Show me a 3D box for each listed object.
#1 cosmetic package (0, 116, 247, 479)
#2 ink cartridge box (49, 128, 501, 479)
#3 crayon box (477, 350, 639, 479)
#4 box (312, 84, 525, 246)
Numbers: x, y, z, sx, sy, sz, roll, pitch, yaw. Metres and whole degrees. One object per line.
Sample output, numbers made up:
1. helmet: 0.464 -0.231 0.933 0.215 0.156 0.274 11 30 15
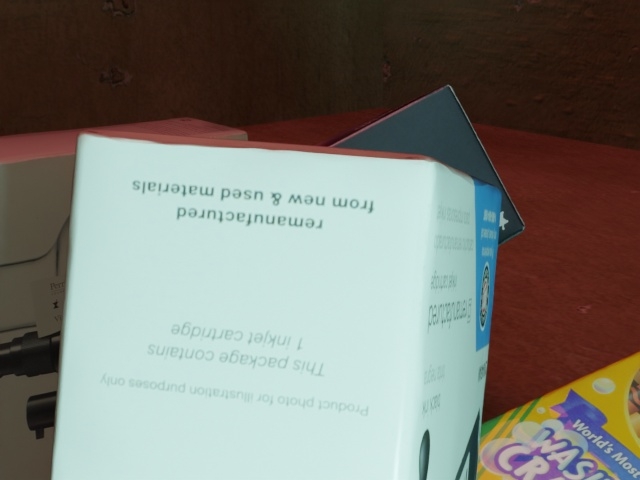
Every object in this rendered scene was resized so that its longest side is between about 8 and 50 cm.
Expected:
1. cosmetic package: -0.187 0.116 1.050 0.284 0.377 0.097 -9 16 -32
2. ink cartridge box: -0.016 0.155 0.760 0.166 0.394 0.285 5 1 13
3. crayon box: 0.235 0.189 1.086 0.323 0.083 0.203 -21 41 -20
4. box: 0.000 0.000 1.580 0.296 0.182 0.294 -29 3 -26
